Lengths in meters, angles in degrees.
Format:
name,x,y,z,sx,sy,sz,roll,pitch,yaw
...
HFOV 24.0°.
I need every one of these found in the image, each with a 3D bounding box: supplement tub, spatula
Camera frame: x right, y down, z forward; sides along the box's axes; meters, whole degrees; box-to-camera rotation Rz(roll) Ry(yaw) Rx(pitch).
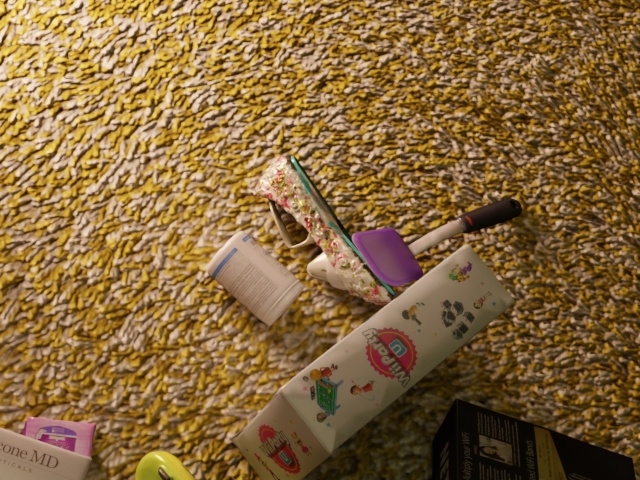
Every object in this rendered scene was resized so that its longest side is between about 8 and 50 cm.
name,x,y,z,sx,sy,sz,roll,pitch,yaw
supplement tub,-0.081,0.047,1.861,0.107,0.071,0.071,42,62,4
spatula,0.162,-0.008,1.952,0.296,0.030,0.084,-20,70,-36

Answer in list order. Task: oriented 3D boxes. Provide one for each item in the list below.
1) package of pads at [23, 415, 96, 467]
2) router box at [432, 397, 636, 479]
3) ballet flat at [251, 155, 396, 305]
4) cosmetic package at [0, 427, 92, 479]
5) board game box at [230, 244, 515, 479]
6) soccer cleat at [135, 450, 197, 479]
name,x,y,z,sx,sy,sz,roll,pitch,yaw
package of pads,-0.301,0.233,1.732,0.083,0.032,0.050,8,63,-13
router box,0.254,0.340,1.747,0.243,0.081,0.309,20,32,-8
ballet flat,0.000,0.000,1.913,0.077,0.091,0.241,-37,75,3
cosmetic package,-0.345,0.304,1.565,0.151,0.151,0.183,20,62,-9
board game box,0.058,0.153,1.770,0.303,0.224,0.097,-36,83,-27
soccer cleat,-0.106,0.358,1.720,0.289,0.093,0.121,50,32,13
